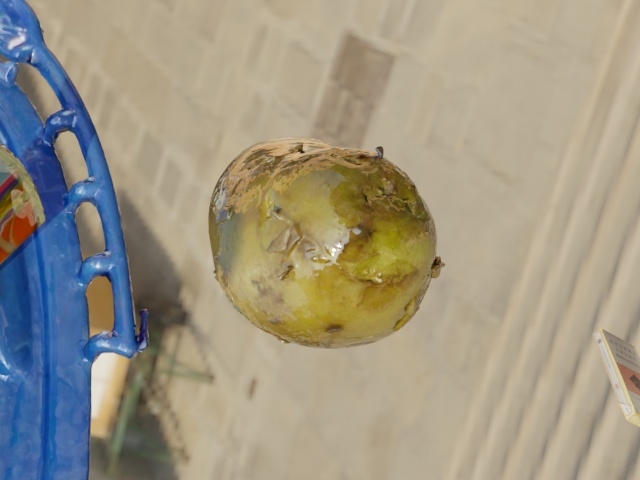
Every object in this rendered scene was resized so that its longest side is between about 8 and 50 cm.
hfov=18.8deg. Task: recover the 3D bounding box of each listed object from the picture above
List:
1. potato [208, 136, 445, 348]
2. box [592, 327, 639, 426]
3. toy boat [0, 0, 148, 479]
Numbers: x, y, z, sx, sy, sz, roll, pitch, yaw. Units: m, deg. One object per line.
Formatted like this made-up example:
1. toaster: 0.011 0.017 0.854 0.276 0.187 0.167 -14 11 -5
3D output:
1. potato: 0.000 0.000 1.169 0.176 0.137 0.137 -142 69 -75
2. box: 0.236 0.108 1.468 0.012 0.046 0.083 -39 45 26
3. toy boat: -0.069 0.015 0.324 0.110 0.091 0.175 118 159 -59
